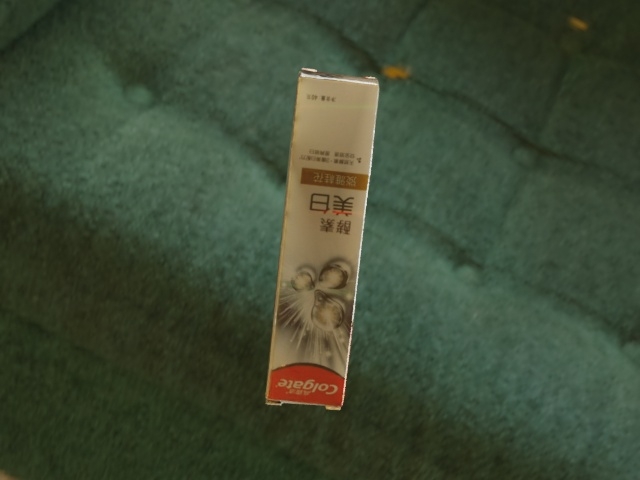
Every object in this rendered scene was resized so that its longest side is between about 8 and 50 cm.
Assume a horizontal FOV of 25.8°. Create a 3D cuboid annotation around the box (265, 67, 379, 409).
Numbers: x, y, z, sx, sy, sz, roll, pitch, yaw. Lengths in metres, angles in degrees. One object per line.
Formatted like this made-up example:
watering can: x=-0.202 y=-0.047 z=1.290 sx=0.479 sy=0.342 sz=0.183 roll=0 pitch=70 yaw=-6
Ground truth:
box: x=0.000 y=0.000 z=0.908 sx=0.055 sy=0.218 sz=0.039 roll=5 pitch=13 yaw=-1
